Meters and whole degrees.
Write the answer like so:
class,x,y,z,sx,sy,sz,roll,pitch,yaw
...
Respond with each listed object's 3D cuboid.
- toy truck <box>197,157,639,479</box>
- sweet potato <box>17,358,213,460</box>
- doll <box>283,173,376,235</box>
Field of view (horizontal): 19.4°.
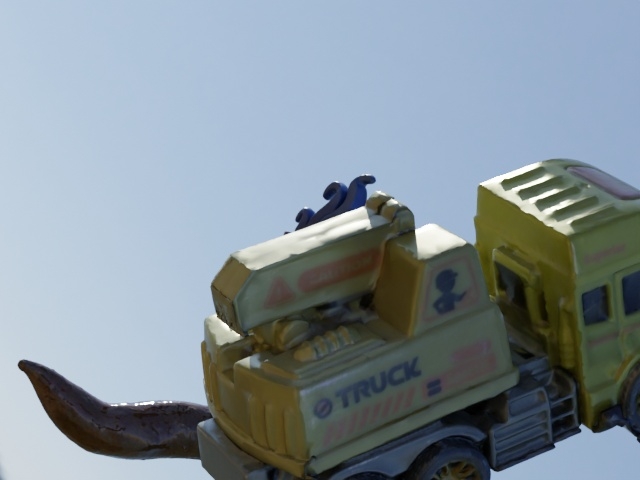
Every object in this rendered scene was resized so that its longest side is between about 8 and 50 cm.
class,x,y,z,sx,sy,sz,roll,pitch,yaw
toy truck,0.066,0.044,0.961,0.124,0.272,0.157,38,-39,54
sweet potato,-0.153,0.175,1.716,0.281,0.067,0.059,14,29,-27
doll,0.000,0.000,2.287,0.067,0.206,0.110,27,10,-48
